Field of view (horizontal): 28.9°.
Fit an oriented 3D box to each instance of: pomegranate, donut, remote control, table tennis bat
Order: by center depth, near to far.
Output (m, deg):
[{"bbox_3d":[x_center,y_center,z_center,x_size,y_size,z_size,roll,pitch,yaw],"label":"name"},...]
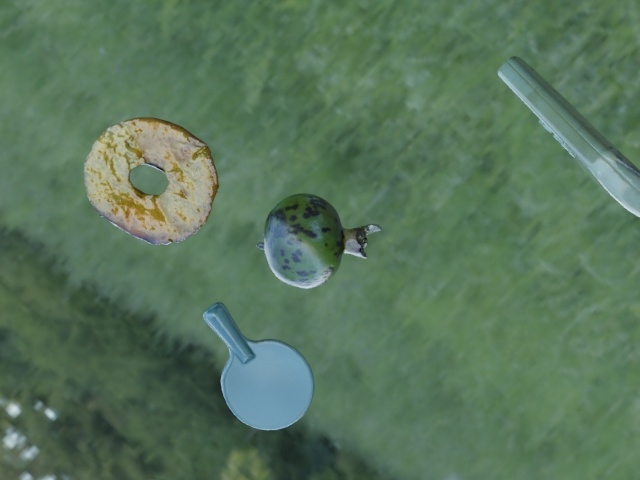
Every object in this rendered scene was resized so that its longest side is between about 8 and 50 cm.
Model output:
[{"bbox_3d":[0.256,-0.106,1.239,0.098,0.038,0.233,36,-165,-35],"label":"remote control"},{"bbox_3d":[0.000,0.000,1.555,0.161,0.122,0.122,-1,-169,-8],"label":"pomegranate"},{"bbox_3d":[-0.236,-0.088,1.755,0.190,0.174,0.074,11,-171,-1],"label":"donut"},{"bbox_3d":[-0.112,0.207,2.060,0.244,0.153,0.040,54,-174,-11],"label":"table tennis bat"}]

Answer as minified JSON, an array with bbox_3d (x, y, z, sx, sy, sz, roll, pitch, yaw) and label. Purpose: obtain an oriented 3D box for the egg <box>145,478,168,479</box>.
[{"bbox_3d":[-0.230,0.434,1.656,0.186,0.253,0.186,12,-155,-6],"label":"egg"}]
